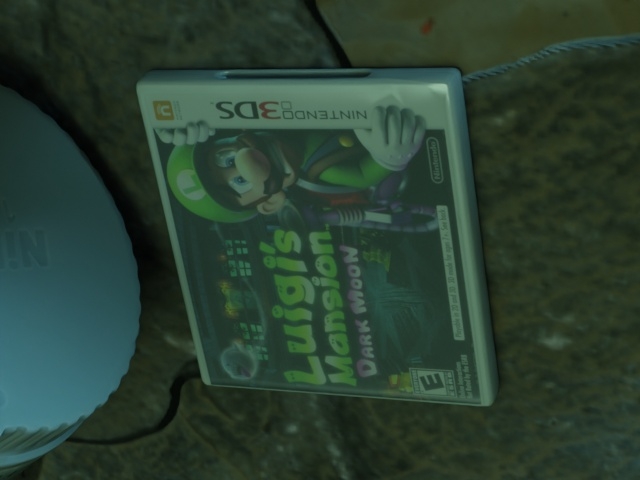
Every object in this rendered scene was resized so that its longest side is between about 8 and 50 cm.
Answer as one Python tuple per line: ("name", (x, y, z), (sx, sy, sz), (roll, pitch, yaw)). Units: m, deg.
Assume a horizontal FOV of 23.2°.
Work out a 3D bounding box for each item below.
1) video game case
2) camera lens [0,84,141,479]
("video game case", (0.000, 0.000, 0.821), (0.173, 0.022, 0.190), (2, 120, 23))
("camera lens", (-0.261, 0.052, 0.843), (0.274, 0.219, 0.219), (-28, 106, 33))
